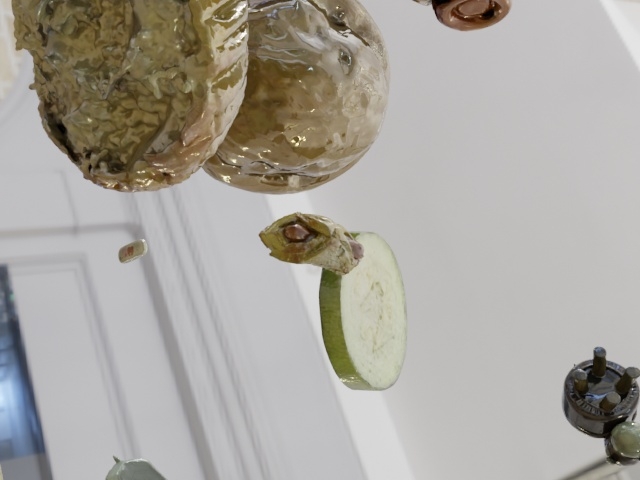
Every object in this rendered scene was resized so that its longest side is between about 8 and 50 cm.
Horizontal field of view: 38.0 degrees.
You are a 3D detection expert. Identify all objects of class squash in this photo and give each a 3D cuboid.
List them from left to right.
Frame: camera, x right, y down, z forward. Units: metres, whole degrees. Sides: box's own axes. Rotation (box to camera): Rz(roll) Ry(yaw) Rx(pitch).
[{"bbox_3d":[0.070,0.105,1.430,0.048,0.252,0.252,-5,-89,27],"label":"squash"}]

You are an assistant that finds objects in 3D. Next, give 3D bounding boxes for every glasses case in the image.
[{"bbox_3d":[-0.364,0.021,1.799,0.083,0.021,0.032,-21,-105,40],"label":"glasses case"}]

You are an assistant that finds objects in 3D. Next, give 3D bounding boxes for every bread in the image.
[{"bbox_3d":[-0.167,-0.179,0.842,0.274,0.149,0.274,20,-58,36],"label":"bread"}]

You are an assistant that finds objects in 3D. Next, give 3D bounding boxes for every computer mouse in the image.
[{"bbox_3d":[-0.259,0.398,1.411,0.181,0.089,0.056,40,-62,16],"label":"computer mouse"}]

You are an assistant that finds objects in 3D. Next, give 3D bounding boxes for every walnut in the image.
[{"bbox_3d":[-0.072,-0.255,1.519,0.383,0.383,0.384,12,-76,55],"label":"walnut"}]

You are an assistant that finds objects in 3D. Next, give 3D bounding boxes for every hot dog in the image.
[{"bbox_3d":[0.001,0.001,1.242,0.061,0.168,0.078,-25,-120,48],"label":"hot dog"}]

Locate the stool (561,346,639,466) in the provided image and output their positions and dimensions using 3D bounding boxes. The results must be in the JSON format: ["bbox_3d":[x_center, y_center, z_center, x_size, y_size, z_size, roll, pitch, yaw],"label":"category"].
[{"bbox_3d":[0.478,0.276,1.535,0.121,0.125,0.217,87,-15,-52],"label":"stool"}]

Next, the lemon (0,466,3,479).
[{"bbox_3d":[-0.559,0.315,1.130,0.348,0.347,0.348,12,-76,55],"label":"lemon"}]

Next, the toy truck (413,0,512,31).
[{"bbox_3d":[0.141,-0.346,0.861,0.288,0.211,0.204,-24,-117,50],"label":"toy truck"}]
